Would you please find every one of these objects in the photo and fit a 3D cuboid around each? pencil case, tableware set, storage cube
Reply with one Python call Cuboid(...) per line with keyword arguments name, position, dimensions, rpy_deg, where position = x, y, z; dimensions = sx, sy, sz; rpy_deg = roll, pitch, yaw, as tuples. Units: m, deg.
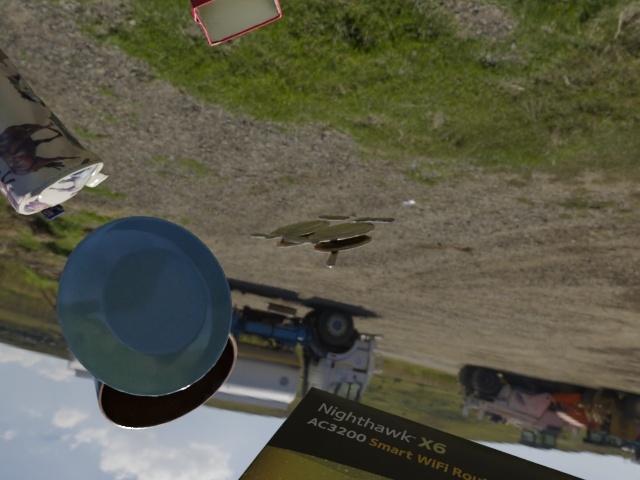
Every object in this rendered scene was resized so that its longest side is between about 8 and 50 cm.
Cuboid(name="pencil case", position=(-0.559, -0.235, 1.008), dimensions=(0.410, 0.160, 0.183), rpy_deg=(51, -172, 0))
Cuboid(name="tableware set", position=(0.000, 0.000, 0.787), dimensions=(0.128, 0.039, 0.194), rpy_deg=(-16, -169, -29))
Cuboid(name="storage cube", position=(-0.218, -0.605, 1.344), dimensions=(0.214, 0.193, 0.184), rpy_deg=(-24, 172, -1))

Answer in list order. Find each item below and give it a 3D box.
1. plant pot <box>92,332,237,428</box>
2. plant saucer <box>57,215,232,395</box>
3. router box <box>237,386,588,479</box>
Cuboid(name="plant pot", position=(-0.282, 0.140, 0.941), dimensions=(0.215, 0.215, 0.230), rpy_deg=(26, -164, -49))
Cuboid(name="plant saucer", position=(-0.186, 0.069, 0.634), dimensions=(0.194, 0.195, 0.037), rpy_deg=(12, -173, 4))
Cuboid(name="router box", position=(0.084, 0.194, 0.228), dimensions=(0.308, 0.081, 0.243), rpy_deg=(14, -160, 18))
